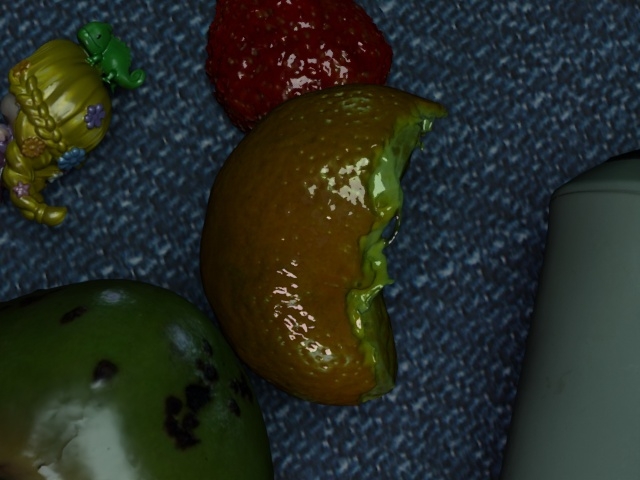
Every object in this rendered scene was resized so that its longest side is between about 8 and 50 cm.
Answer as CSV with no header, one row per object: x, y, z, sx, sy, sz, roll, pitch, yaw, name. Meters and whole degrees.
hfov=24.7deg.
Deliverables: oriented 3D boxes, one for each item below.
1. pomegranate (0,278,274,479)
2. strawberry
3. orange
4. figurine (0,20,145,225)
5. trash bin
-0.159,0.158,0.967,0.291,0.323,0.290,0,75,-1,pomegranate
-0.018,-0.156,1.155,0.147,0.082,0.187,-25,81,-16,strawberry
-0.005,-0.003,1.065,0.158,0.179,0.237,11,109,1,orange
-0.195,-0.085,1.111,0.156,0.095,0.115,-40,76,-5,figurine
0.264,0.143,1.032,0.280,0.280,0.432,16,82,-3,trash bin
